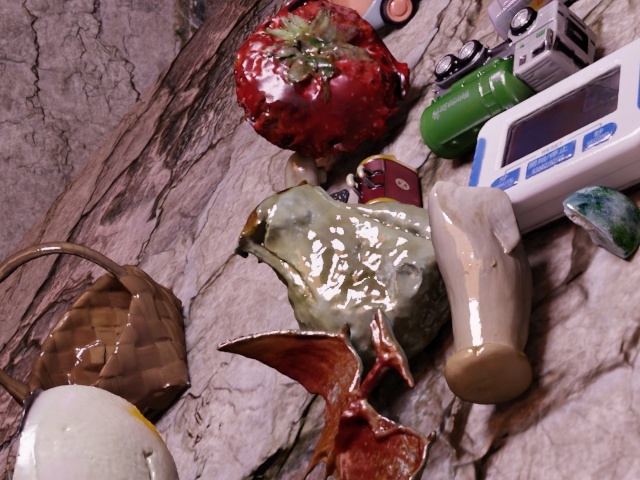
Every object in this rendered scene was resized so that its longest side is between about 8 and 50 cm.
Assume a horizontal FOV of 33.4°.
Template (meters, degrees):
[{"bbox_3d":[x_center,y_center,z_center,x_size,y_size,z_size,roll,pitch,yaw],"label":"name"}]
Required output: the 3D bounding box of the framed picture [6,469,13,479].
[{"bbox_3d":[-0.442,0.486,1.475,0.217,0.017,0.274,-139,59,-64],"label":"framed picture"}]

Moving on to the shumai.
[{"bbox_3d":[0.032,0.030,1.234,0.260,0.222,0.225,-15,39,45],"label":"shumai"}]

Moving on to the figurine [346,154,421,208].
[{"bbox_3d":[0.076,-0.069,1.442,0.082,0.098,0.154,-41,28,27],"label":"figurine"}]

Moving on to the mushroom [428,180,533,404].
[{"bbox_3d":[0.169,0.047,1.090,0.096,0.108,0.247,-20,52,24],"label":"mushroom"}]

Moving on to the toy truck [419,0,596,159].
[{"bbox_3d":[0.231,-0.196,1.360,0.242,0.101,0.125,-29,36,43],"label":"toy truck"}]

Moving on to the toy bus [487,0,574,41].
[{"bbox_3d":[0.309,-0.345,1.473,0.172,0.072,0.057,-40,30,22],"label":"toy bus"}]

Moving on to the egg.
[{"bbox_3d":[-0.271,0.345,1.296,0.337,0.200,0.337,-177,90,-88],"label":"egg"}]

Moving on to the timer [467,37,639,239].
[{"bbox_3d":[0.279,-0.104,1.170,0.253,0.078,0.178,-28,31,40],"label":"timer"}]

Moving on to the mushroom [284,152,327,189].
[{"bbox_3d":[-0.024,-0.103,1.695,0.067,0.084,0.083,-7,26,-8],"label":"mushroom"}]

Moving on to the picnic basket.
[{"bbox_3d":[-0.395,0.147,1.669,0.293,0.337,0.337,-44,25,12],"label":"picnic basket"}]

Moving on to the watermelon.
[{"bbox_3d":[0.280,-0.018,1.074,0.061,0.085,0.085,105,-179,-48],"label":"watermelon"}]

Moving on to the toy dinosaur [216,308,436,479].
[{"bbox_3d":[0.008,0.182,1.044,0.206,0.112,0.327,-48,35,32],"label":"toy dinosaur"}]

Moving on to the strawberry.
[{"bbox_3d":[0.001,-0.237,1.662,0.220,0.274,0.274,102,-168,-60],"label":"strawberry"}]

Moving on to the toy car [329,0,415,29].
[{"bbox_3d":[0.101,-0.521,1.907,0.270,0.212,0.180,-49,24,3],"label":"toy car"}]

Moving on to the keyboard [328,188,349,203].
[{"bbox_3d":[0.000,0.000,1.569,0.060,0.018,0.196,-26,34,38],"label":"keyboard"}]
